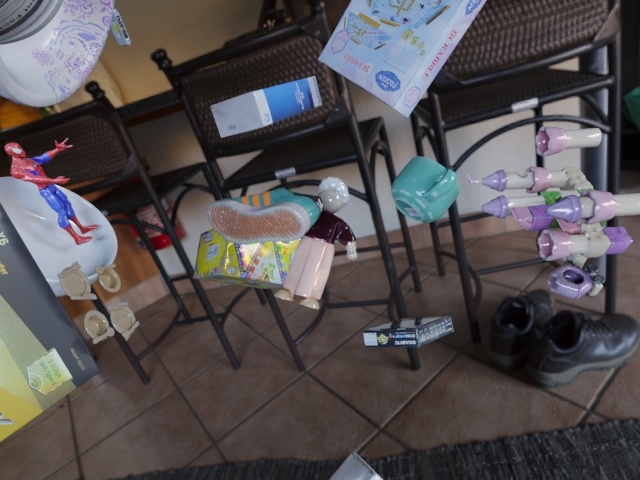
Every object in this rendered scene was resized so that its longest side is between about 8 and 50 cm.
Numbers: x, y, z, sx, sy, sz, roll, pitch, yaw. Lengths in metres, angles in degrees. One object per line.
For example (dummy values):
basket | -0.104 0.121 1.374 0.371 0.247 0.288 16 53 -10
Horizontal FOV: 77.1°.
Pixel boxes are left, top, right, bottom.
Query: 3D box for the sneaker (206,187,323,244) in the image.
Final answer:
sneaker | -0.129 -0.060 0.934 0.302 0.108 0.121 5 29 32

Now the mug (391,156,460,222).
mug | 0.214 -0.105 0.851 0.129 0.158 0.097 36 82 25

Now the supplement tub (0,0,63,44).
supplement tub | -0.288 -0.234 0.249 0.191 0.191 0.272 -22 22 -11

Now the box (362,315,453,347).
box | 0.254 0.260 1.155 0.175 0.051 0.220 -13 -8 40

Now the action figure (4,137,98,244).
action figure | -0.637 -0.132 0.999 0.139 0.280 0.091 -25 38 2

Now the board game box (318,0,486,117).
board game box | 0.177 -0.496 0.923 0.065 0.318 0.319 13 29 -46

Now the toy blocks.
toy blocks | 0.498 -0.057 0.916 0.259 0.309 0.289 -4 47 3

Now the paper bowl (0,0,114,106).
paper bowl | -0.414 -0.340 0.533 0.148 0.284 0.284 23 23 -10

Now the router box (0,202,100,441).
router box | -0.455 0.105 0.467 0.081 0.309 0.243 -3 25 39

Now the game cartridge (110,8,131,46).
game cartridge | -0.522 -0.547 1.035 0.017 0.083 0.056 -36 37 -31

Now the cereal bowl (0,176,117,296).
cereal bowl | -0.706 0.010 0.999 0.141 0.339 0.339 -45 14 23

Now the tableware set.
tableware set | -0.403 0.113 0.742 0.020 0.169 0.141 -24 0 9

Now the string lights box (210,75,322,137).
string lights box | -0.119 -0.323 0.960 0.133 0.077 0.259 -3 25 33

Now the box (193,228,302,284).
box | -0.259 0.067 1.422 0.279 0.177 0.290 14 -15 -33

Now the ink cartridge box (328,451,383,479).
ink cartridge box | 0.124 0.600 0.716 0.207 0.353 0.119 -42 3 -19

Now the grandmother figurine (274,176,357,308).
grandmother figurine | 0.000 0.000 1.052 0.207 0.343 0.104 16 -4 -3
